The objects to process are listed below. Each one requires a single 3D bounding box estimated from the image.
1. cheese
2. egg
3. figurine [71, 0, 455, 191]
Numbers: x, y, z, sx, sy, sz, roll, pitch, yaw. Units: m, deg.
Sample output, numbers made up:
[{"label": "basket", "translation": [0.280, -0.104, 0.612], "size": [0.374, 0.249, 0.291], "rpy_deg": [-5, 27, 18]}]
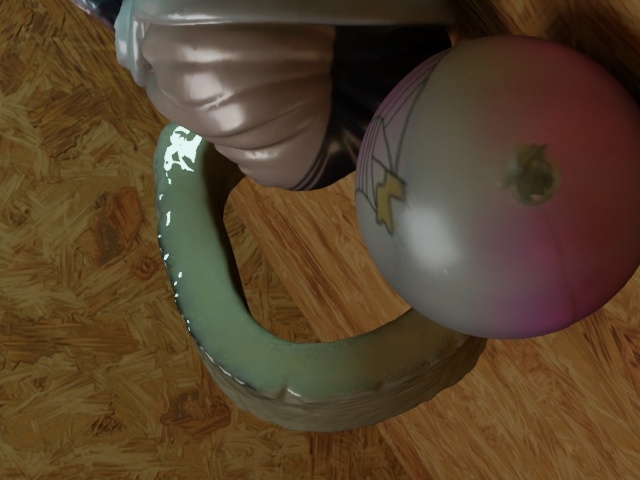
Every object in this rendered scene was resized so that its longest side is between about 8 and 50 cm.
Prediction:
[{"label": "cheese", "translation": [0.003, 0.000, 1.738], "size": [0.153, 0.292, 0.332], "rpy_deg": [80, 166, -73]}, {"label": "egg", "translation": [0.114, -0.036, 1.209], "size": [0.196, 0.196, 0.271], "rpy_deg": [57, 179, -14]}, {"label": "figurine", "translation": [-0.049, -0.184, 1.431], "size": [0.361, 0.253, 0.211], "rpy_deg": [-122, 19, -54]}]
